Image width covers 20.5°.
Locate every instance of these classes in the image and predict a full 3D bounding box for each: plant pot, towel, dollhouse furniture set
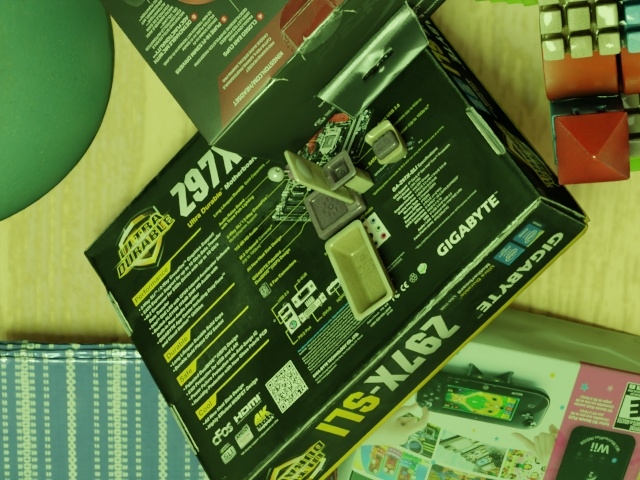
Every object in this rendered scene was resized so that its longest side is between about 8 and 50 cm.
[{"bbox_3d":[-0.313,-0.121,1.289,0.290,0.195,0.290,2,108,6],"label":"plant pot"},{"bbox_3d":[-0.101,0.189,1.437,0.336,0.040,0.243,0,111,-1],"label":"towel"},{"bbox_3d":[0.019,-0.017,1.171,0.091,0.081,0.114,-37,58,23],"label":"dollhouse furniture set"}]

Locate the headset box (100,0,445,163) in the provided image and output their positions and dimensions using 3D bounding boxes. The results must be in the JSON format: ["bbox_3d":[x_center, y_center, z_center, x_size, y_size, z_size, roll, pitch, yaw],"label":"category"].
[{"bbox_3d":[-0.041,-0.211,1.207,0.218,0.110,0.293,-46,67,17],"label":"headset box"}]

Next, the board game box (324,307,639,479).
[{"bbox_3d":[0.115,0.206,1.381,0.224,0.097,0.303,12,110,-10],"label":"board game box"}]

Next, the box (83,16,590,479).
[{"bbox_3d":[0.000,0.000,1.281,0.322,0.257,0.079,-45,143,17],"label":"box"}]

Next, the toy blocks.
[{"bbox_3d":[0.190,-0.194,1.177,0.190,0.261,0.381,-5,108,8],"label":"toy blocks"}]
